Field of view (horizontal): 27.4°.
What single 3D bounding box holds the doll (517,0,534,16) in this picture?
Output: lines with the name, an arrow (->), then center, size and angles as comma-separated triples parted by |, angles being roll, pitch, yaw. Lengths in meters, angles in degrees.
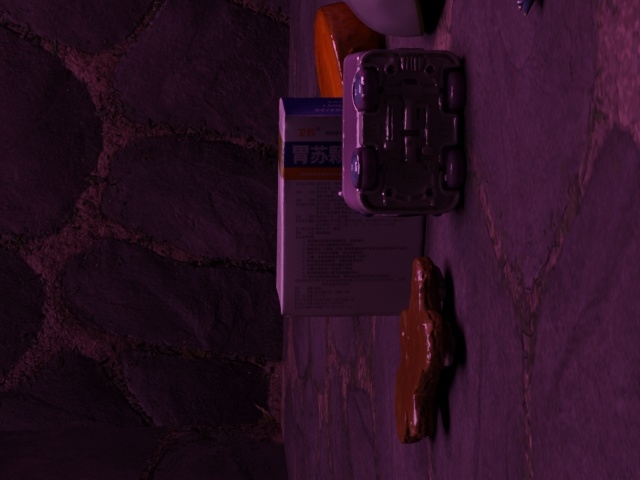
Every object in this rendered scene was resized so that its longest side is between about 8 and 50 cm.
doll -> 0.192, -0.268, 1.206 | 0.037, 0.027, 0.125 | -116, 25, -59

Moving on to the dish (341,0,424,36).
dish -> 0.043, -0.418, 1.749 | 0.324, 0.124, 0.324 | -13, -90, -85

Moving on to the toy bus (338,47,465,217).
toy bus -> 0.098, -0.129, 1.604 | 0.142, 0.142, 0.202 | -166, 76, -78

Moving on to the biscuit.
biscuit -> 0.134, 0.162, 1.723 | 0.301, 0.049, 0.197 | 96, 175, -49

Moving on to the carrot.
carrot -> 0.057, -0.259, 2.259 | 0.258, 0.100, 0.307 | -108, 10, -65

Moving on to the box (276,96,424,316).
box -> 0.041, -0.047, 1.850 | 0.106, 0.200, 0.299 | -104, 14, -70
